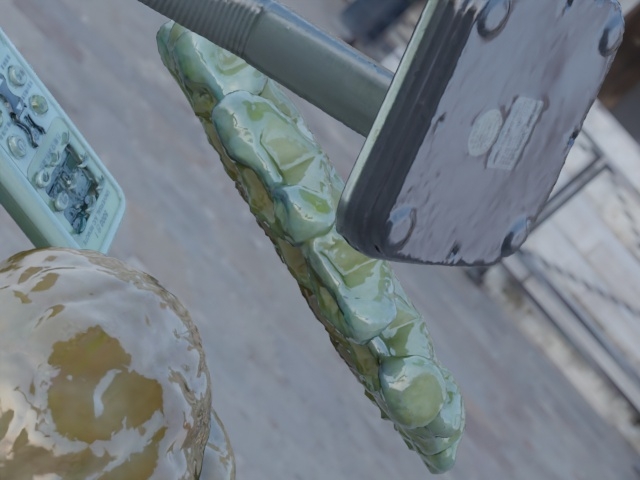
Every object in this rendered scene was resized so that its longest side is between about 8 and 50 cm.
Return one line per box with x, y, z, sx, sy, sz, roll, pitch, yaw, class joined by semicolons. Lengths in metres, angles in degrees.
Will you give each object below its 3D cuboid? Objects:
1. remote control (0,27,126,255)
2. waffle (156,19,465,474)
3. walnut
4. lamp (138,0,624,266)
-0.298;-0.111;1.618;0.335;0.066;0.128;55;30;-29;remote control
0.000;0.000;1.052;0.309;0.056;0.292;59;-2;16;waffle
-0.201;0.150;1.258;0.285;0.296;0.285;7;41;-6;walnut
-0.019;-0.135;0.641;0.283;0.203;0.124;31;16;14;lamp
